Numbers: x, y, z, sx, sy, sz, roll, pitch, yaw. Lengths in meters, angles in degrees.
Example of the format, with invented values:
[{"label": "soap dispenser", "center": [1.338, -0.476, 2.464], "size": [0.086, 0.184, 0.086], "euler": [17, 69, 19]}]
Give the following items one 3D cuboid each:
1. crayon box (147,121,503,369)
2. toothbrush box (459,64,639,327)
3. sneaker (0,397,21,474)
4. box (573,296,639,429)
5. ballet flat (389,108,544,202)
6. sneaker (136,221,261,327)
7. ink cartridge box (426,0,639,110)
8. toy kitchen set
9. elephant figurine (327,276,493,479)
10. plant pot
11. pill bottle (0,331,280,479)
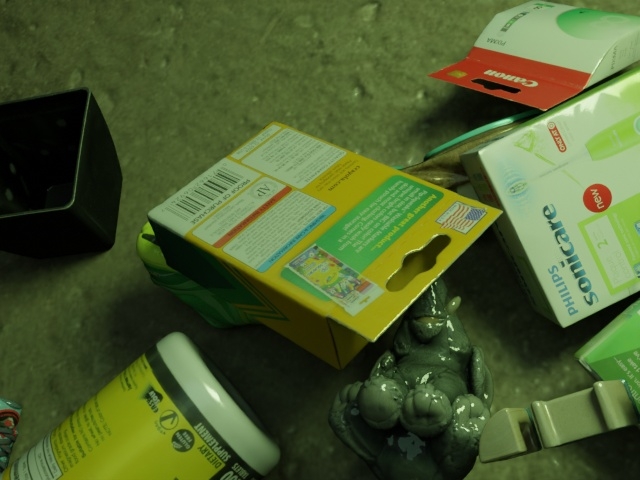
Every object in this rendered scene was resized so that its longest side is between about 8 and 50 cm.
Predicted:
[{"label": "crayon box", "center": [0.000, 0.000, 0.837], "size": [0.323, 0.083, 0.203], "euler": [26, 54, 37]}, {"label": "toothbrush box", "center": [0.327, -0.065, 0.865], "size": [0.283, 0.122, 0.206], "euler": [-26, 93, 3]}, {"label": "sneaker", "center": [-0.427, 0.244, 0.978], "size": [0.125, 0.104, 0.262], "euler": [-31, 59, -4]}, {"label": "box", "center": [0.444, 0.095, 0.765], "size": [0.322, 0.058, 0.232], "euler": [-41, 79, 1]}, {"label": "ballet flat", "center": [0.131, -0.051, 0.982], "size": [0.342, 0.116, 0.124], "euler": [-17, 79, 7]}, {"label": "sneaker", "center": [-0.081, 0.053, 0.982], "size": [0.295, 0.123, 0.109], "euler": [22, 56, 6]}, {"label": "ink cartridge box", "center": [0.271, -0.237, 0.987], "size": [0.225, 0.056, 0.181], "euler": [-26, 37, -34]}, {"label": "toy kitchen set", "center": [0.267, 0.209, 0.698], "size": [0.207, 0.122, 0.166], "euler": [-24, 68, 26]}, {"label": "elephant figurine", "center": [0.120, 0.141, 0.856], "size": [0.169, 0.186, 0.239], "euler": [33, 36, -3]}, {"label": "plant pot", "center": [-0.371, -0.073, 1.094], "size": [0.187, 0.167, 0.188], "euler": [-8, 62, 12]}, {"label": "pill bottle", "center": [-0.223, 0.271, 0.854], "size": [0.334, 0.188, 0.188], "euler": [-40, 59, -7]}]
